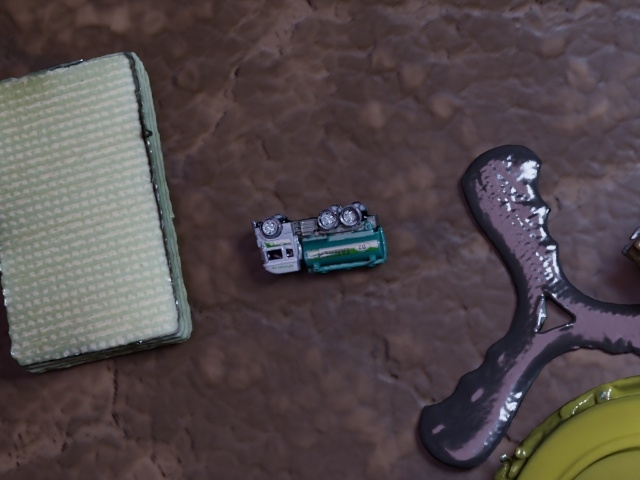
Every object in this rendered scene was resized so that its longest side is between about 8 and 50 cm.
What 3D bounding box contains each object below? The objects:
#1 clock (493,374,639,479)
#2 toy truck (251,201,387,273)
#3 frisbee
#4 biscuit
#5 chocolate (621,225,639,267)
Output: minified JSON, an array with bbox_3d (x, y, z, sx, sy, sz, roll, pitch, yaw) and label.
[{"bbox_3d":[0.199,0.192,1.175,0.237,0.057,0.237,-4,81,27],"label":"clock"},{"bbox_3d":[0.000,0.000,1.288,0.083,0.039,0.044,-9,92,9],"label":"toy truck"},{"bbox_3d":[0.162,0.045,1.257,0.187,0.012,0.211,4,80,12],"label":"frisbee"},{"bbox_3d":[-0.158,-0.019,1.324,0.121,0.040,0.199,-13,76,12],"label":"biscuit"},{"bbox_3d":[0.325,0.066,1.157,0.329,0.065,0.102,38,72,25],"label":"chocolate"}]
